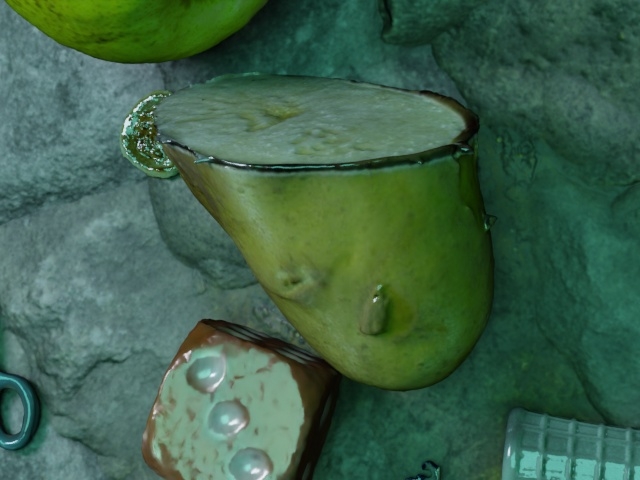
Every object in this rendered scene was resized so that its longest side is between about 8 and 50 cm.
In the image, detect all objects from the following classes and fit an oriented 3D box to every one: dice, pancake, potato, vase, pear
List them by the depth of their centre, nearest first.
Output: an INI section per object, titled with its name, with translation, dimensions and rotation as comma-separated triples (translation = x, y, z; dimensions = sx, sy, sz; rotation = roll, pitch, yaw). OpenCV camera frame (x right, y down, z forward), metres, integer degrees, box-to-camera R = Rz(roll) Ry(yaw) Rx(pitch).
[vase]
translation = 0.343, 0.248, 1.237
dimensions = 0.299, 0.143, 0.143
rotation = 5, 86, 13
[pear]
translation = -0.221, -0.387, 1.266
dimensions = 0.391, 0.391, 0.391
rotation = -1, 85, 9
[potato]
translation = 0.000, 0.000, 1.270
dimensions = 0.397, 0.290, 0.296
rotation = 8, 115, 29
[dice]
translation = -0.079, 0.191, 1.289
dimensions = 0.174, 0.175, 0.179
rotation = 22, 86, 11
[pancake]
translation = -0.190, -0.126, 1.411
dimensions = 0.108, 0.017, 0.108
rotation = -1, 87, 13

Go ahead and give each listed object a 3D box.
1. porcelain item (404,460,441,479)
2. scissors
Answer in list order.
[porcelain item]
translation = 0.092, 0.313, 1.327
dimensions = 0.075, 0.021, 0.136
rotation = 5, 86, 14
[scissors]
translation = -0.419, 0.114, 1.417
dimensions = 0.138, 0.041, 0.289
rotation = -10, 88, 7
